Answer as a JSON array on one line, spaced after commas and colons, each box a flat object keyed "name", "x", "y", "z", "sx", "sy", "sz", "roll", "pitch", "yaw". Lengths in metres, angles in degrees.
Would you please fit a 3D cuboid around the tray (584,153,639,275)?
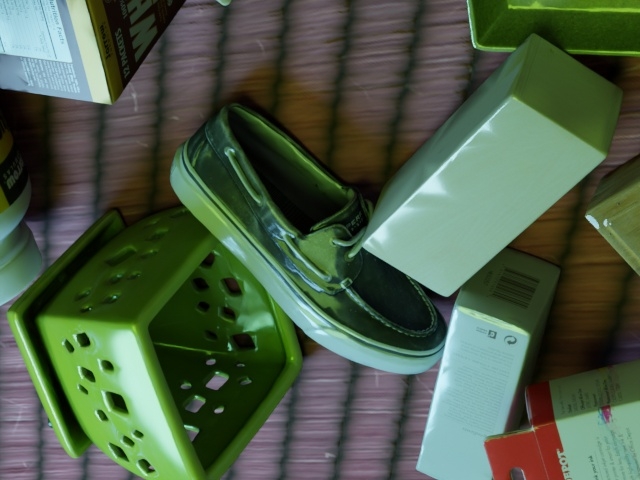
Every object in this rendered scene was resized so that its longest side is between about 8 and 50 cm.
[{"name": "tray", "x": 0.447, "y": -0.058, "z": 1.550, "sx": 0.203, "sy": 0.076, "sz": 0.411, "roll": 46, "pitch": 131, "yaw": -11}]

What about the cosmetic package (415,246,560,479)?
[{"name": "cosmetic package", "x": 0.165, "y": 0.130, "z": 1.800, "sx": 0.085, "sy": 0.117, "sz": 0.231, "roll": 21, "pitch": 129, "yaw": 12}]

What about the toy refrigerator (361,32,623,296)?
[{"name": "toy refrigerator", "x": 0.153, "y": -0.065, "z": 1.650, "sx": 0.102, "sy": 0.094, "sz": 0.269, "roll": 31, "pitch": 140, "yaw": -11}]

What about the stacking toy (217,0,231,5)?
[{"name": "stacking toy", "x": -0.143, "y": -0.365, "z": 1.512, "sx": 0.130, "sy": 0.279, "sz": 0.309, "roll": 41, "pitch": 104, "yaw": 44}]

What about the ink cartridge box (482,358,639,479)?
[{"name": "ink cartridge box", "x": 0.279, "y": 0.194, "z": 1.730, "sx": 0.231, "sy": 0.078, "sz": 0.134, "roll": -14, "pitch": 117, "yaw": 9}]

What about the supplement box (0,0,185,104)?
[{"name": "supplement box", "x": -0.246, "y": -0.243, "z": 1.661, "sx": 0.194, "sy": 0.191, "sz": 0.129, "roll": 10, "pitch": 136, "yaw": 20}]

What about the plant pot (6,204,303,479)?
[{"name": "plant pot", "x": -0.180, "y": 0.102, "z": 1.881, "sx": 0.207, "sy": 0.228, "sz": 0.227, "roll": 3, "pitch": 126, "yaw": 31}]

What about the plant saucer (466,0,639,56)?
[{"name": "plant saucer", "x": 0.214, "y": -0.250, "z": 1.537, "sx": 0.188, "sy": 0.045, "sz": 0.188, "roll": 5, "pitch": 126, "yaw": 23}]

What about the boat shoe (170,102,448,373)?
[{"name": "boat shoe", "x": 0.000, "y": 0.000, "z": 1.777, "sx": 0.335, "sy": 0.121, "sz": 0.119, "roll": 38, "pitch": 135, "yaw": -2}]

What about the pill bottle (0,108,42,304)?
[{"name": "pill bottle", "x": -0.412, "y": -0.091, "z": 1.866, "sx": 0.188, "sy": 0.188, "sz": 0.334, "roll": -3, "pitch": 123, "yaw": 28}]
